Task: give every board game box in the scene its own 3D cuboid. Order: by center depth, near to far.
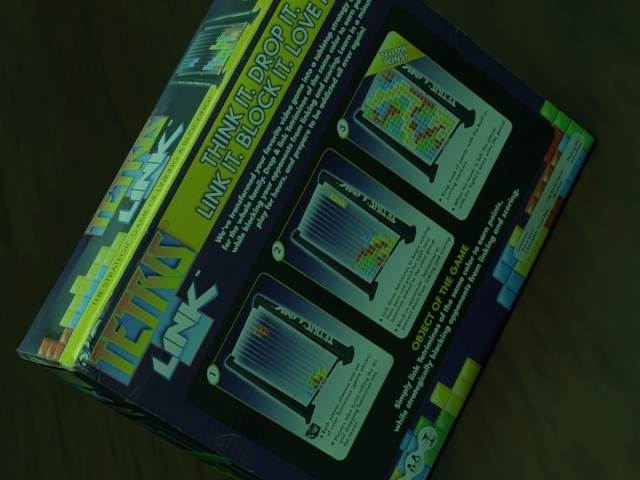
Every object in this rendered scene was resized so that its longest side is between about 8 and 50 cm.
[{"bbox_3d":[0.000,0.000,0.610,0.048,0.141,0.170,5,64,60],"label":"board game box"}]
